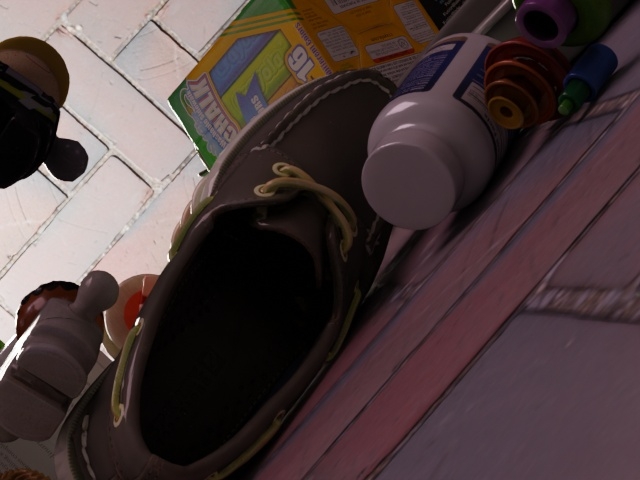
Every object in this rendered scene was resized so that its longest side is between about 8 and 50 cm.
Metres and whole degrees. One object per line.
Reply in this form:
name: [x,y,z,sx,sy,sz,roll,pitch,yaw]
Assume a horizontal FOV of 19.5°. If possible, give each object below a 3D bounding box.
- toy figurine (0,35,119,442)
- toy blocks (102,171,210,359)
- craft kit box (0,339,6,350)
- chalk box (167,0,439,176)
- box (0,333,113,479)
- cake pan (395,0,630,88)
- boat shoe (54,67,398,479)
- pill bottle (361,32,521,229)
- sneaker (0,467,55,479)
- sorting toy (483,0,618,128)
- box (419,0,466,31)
toy figurine: [-0.212,0.007,0.950,0.209,0.213,0.148,-12,15,0]
toy blocks: [-0.077,0.014,1.097,0.123,0.054,0.148,-50,0,-17]
craft kit box: [-0.339,0.187,1.247,0.250,0.061,0.247,-45,9,41]
chalk box: [-0.015,-0.100,1.424,0.132,0.132,0.213,-23,-16,-44]
box: [-0.170,0.145,1.057,0.091,0.130,0.170,-43,7,41]
cake pan: [0.145,-0.159,1.137,0.293,0.054,0.293,-47,5,6]
boat shoe: [-0.026,0.019,0.968,0.305,0.109,0.091,-58,10,-30]
pill bottle: [0.064,-0.055,0.962,0.067,0.067,0.120,-44,6,36]
sneaker: [-0.121,0.170,0.882,0.069,0.084,0.185,-23,21,-21]
sorting toy: [0.105,-0.085,0.883,0.042,0.061,0.102,-52,-17,-34]
box: [0.061,-0.290,1.512,0.087,0.290,0.169,-45,7,29]
